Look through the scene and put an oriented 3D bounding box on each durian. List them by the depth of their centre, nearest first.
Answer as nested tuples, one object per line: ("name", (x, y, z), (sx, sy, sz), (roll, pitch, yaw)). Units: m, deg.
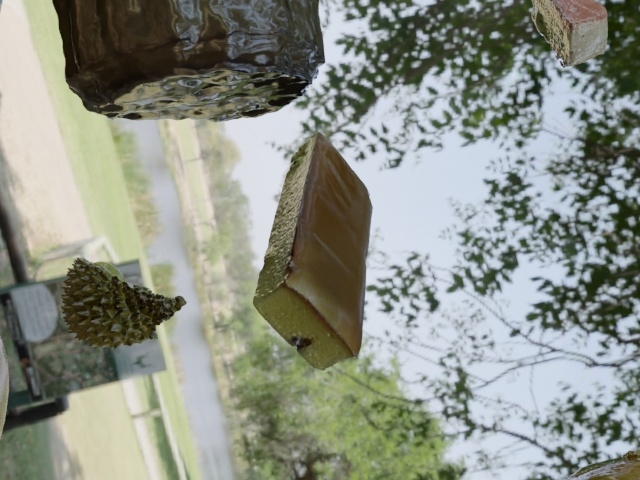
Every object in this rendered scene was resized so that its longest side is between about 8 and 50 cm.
("durian", (-0.423, 0.130, 1.617), (0.166, 0.306, 0.172), (-2, 100, -62))

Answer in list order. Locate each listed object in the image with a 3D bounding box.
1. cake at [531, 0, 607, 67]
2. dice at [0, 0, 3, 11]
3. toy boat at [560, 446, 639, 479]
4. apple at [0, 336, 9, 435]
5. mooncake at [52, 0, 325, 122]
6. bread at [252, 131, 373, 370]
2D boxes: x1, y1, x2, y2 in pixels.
("cake", (0.486, -0.441, 1.548), (0.225, 0.090, 0.109), (-105, 180, -46))
("dice", (-0.600, -0.326, 0.995), (0.304, 0.304, 0.277), (-30, -117, 42))
("toy boat", (0.188, 0.248, 0.591), (0.089, 0.229, 0.088), (37, 6, 40))
("apple", (-0.486, 0.167, 0.722), (0.391, 0.346, 0.391), (55, 10, -15))
("mooncake", (-0.152, -0.249, 0.936), (0.324, 0.324, 0.187), (163, -79, -83))
("bread", (0.000, 0.000, 1.058), (0.138, 0.077, 0.361), (46, 29, -24))
